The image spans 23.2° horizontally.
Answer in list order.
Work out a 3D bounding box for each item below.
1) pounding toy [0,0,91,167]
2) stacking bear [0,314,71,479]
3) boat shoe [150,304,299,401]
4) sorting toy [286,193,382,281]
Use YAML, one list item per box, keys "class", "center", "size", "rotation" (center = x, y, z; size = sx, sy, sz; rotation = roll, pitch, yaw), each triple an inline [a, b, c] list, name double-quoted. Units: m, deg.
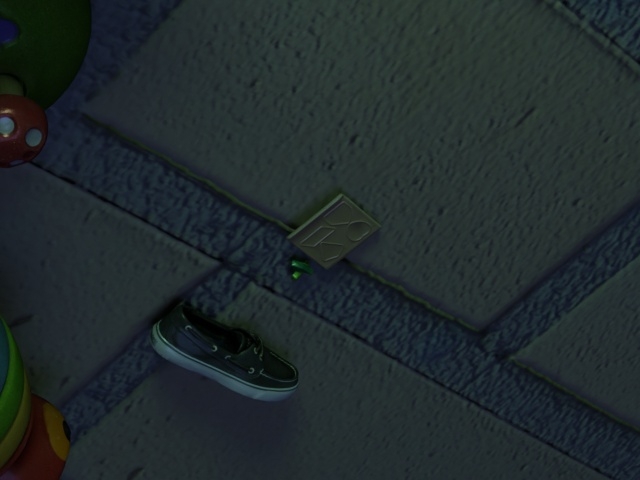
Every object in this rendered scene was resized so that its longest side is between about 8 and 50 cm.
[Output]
- class: "pounding toy"
  center: [-0.221, -0.127, 0.945]
  size: [0.183, 0.110, 0.237]
  rotation: [-1, 134, -18]
- class: "stacking bear"
  center: [-0.276, 0.117, 1.144]
  size: [0.164, 0.175, 0.289]
  rotation: [-22, 144, 0]
- class: "boat shoe"
  center: [-0.069, 0.091, 1.257]
  size: [0.142, 0.049, 0.040]
  rotation: [23, 122, -32]
- class: "sorting toy"
  center: [0.000, 0.000, 1.216]
  size: [0.083, 0.012, 0.062]
  rotation: [-38, 138, 14]
